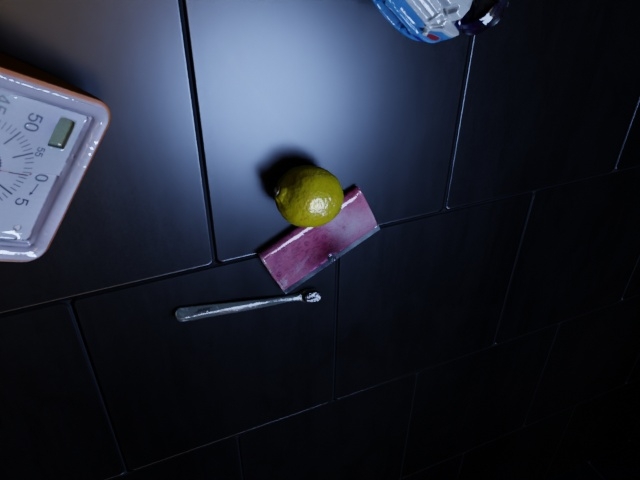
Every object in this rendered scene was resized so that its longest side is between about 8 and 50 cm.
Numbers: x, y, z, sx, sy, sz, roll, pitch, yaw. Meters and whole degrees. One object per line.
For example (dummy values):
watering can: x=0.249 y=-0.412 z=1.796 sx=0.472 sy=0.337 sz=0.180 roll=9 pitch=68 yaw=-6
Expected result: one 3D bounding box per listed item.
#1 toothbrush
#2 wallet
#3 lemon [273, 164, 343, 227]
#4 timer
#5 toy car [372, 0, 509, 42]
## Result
toothbrush: x=-0.136 y=0.126 z=1.025 sx=0.297 sy=0.030 sz=0.030 roll=-6 pitch=98 yaw=-23
wallet: x=0.000 y=0.000 z=1.013 sx=0.232 sy=0.025 sz=0.119 roll=-35 pitch=130 yaw=-4
lemon: x=-0.021 y=-0.075 z=0.896 sx=0.133 sy=0.109 sz=0.109 roll=5 pitch=119 yaw=-38
timer: x=-0.424 y=-0.105 z=0.639 sx=0.249 sy=0.161 sz=0.258 roll=18 pitch=111 yaw=-44
toy car: x=0.171 y=-0.436 z=0.727 sx=0.198 sy=0.165 sz=0.315 roll=29 pitch=76 yaw=-40
